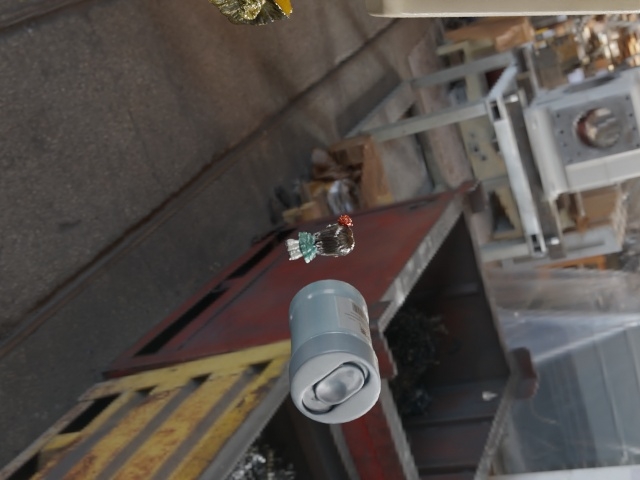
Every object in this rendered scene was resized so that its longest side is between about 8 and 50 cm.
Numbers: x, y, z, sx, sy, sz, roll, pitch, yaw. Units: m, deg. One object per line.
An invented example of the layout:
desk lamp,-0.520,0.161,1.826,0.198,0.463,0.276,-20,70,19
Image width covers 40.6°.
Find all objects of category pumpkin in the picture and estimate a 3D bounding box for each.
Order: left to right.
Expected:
pumpkin,-0.080,-0.270,0.959,0.074,0.083,0.054,37,60,-56

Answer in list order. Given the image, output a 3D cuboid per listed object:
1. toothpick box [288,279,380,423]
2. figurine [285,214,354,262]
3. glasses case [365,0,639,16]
toothpick box,0.013,0.125,1.003,0.153,0.101,0.101,-94,160,-62
figurine,0.000,0.000,1.311,0.047,0.106,0.060,0,78,-86
glasses case,0.230,-0.320,1.080,0.144,0.337,0.076,-122,-150,-72
